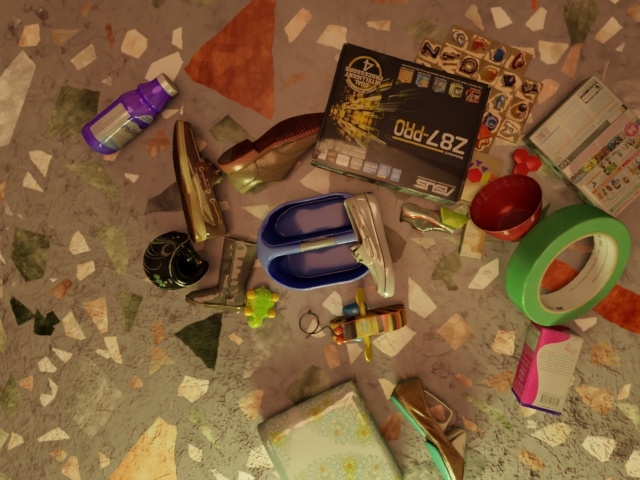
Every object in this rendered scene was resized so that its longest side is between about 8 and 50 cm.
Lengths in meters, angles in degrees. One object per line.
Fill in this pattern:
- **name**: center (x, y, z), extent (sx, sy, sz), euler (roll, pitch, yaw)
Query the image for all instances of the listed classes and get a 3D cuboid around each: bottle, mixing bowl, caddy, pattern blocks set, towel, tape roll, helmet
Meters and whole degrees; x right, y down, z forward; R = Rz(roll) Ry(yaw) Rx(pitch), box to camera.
- **bottle**: center (-0.525, -0.354, 1.502), extent (0.282, 0.118, 0.092), euler (-35, 82, 8)
- **mixing bowl**: center (0.480, -0.067, 1.360), extent (0.181, 0.181, 0.098), euler (-37, 128, 8)
- **caddy**: center (0.000, 0.000, 1.454), extent (0.340, 0.179, 0.242), euler (-12, 96, 7)
- **pattern blocks set**: center (0.396, -0.172, 1.446), extent (0.324, 0.026, 0.286), euler (26, 89, 2)
- **towel**: center (0.036, 0.634, 1.566), extent (0.320, 0.090, 0.375), euler (-27, 93, 5)
- **tape roll**: center (0.626, 0.066, 1.361), extent (0.320, 0.077, 0.322), euler (-10, 123, -16)
- **helmet**: center (-0.411, 0.055, 1.505), extent (0.161, 0.169, 0.170), euler (7, 98, 41)

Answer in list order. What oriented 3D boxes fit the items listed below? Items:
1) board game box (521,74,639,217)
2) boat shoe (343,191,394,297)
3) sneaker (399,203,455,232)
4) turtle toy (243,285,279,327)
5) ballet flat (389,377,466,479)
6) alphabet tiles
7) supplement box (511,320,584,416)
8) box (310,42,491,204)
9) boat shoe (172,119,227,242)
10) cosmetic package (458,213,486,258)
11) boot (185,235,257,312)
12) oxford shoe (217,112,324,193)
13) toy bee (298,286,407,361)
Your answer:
- **board game box**: center (0.718, -0.236, 1.397), extent (0.224, 0.097, 0.303), euler (-44, 89, 9)
- **boat shoe**: center (0.118, 0.017, 1.340), extent (0.088, 0.096, 0.268), euler (-13, 99, -9)
- **sneaker**: center (0.293, -0.049, 1.490), extent (0.157, 0.061, 0.065), euler (23, 125, 4)
- **turtle toy**: center (-0.178, 0.191, 1.547), extent (0.095, 0.066, 0.130), euler (10, 97, -22)
- **ballet flat**: center (0.333, 0.537, 1.524), extent (0.124, 0.116, 0.343), euler (-33, 88, -11)
- **alphabet tiles**: center (0.405, -0.405, 1.454), extent (0.342, 0.011, 0.285), euler (23, 97, 3)
- **supplement box**: center (0.611, 0.339, 1.460), extent (0.111, 0.114, 0.220), euler (14, 99, 5)
- **box**: center (0.202, -0.294, 1.387), extent (0.394, 0.097, 0.319), euler (17, 90, -2)
- **boat shoe**: center (-0.334, -0.171, 1.516), extent (0.123, 0.123, 0.343), euler (-12, 89, -23)
- **cosmetic package**: center (0.420, -0.012, 1.477), extent (0.060, 0.041, 0.115), euler (9, 97, 5)
- **boot**: center (-0.283, 0.092, 1.545), extent (0.189, 0.076, 0.209), euler (7, 104, -9)
- **oxford shoe**: center (-0.102, -0.245, 1.491), extent (0.347, 0.123, 0.130), euler (-23, 125, 3)
- **toy bee**: center (0.093, 0.247, 1.480), extent (0.298, 0.162, 0.195), euler (-30, 94, 8)
